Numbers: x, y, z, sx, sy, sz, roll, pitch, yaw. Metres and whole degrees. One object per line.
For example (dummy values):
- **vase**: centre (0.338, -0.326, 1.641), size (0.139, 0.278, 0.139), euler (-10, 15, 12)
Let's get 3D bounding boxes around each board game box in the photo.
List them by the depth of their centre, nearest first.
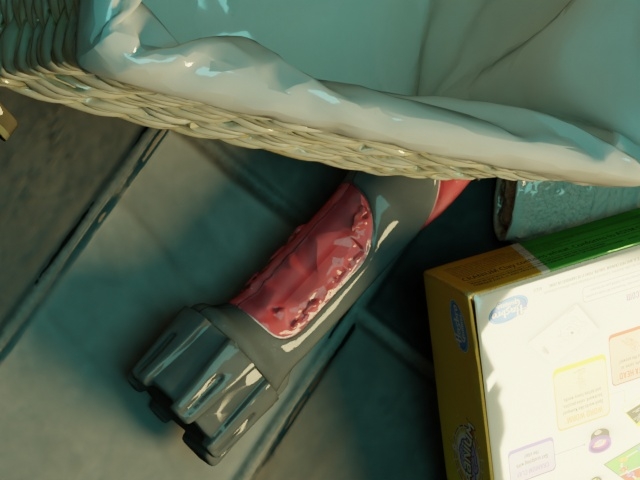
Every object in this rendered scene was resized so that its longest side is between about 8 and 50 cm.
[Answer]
- **board game box**: centre (0.204, 0.146, 1.260), size (0.242, 0.064, 0.316), euler (-15, 109, -23)

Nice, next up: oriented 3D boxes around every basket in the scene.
- **basket**: centre (0.015, -0.210, 0.980), size (0.331, 0.266, 0.328), euler (10, 87, -24)

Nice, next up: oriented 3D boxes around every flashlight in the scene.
- **flashlight**: centre (0.000, 0.000, 1.178), size (0.103, 0.103, 0.304), euler (42, 75, 8)

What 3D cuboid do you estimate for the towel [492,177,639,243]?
- **towel**: centre (0.230, -0.129, 1.268), size (0.187, 0.049, 0.282), euler (3, 104, -19)

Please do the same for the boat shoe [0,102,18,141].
- **boat shoe**: centre (-0.323, -0.122, 1.031), size (0.307, 0.111, 0.104), euler (35, 81, -11)
